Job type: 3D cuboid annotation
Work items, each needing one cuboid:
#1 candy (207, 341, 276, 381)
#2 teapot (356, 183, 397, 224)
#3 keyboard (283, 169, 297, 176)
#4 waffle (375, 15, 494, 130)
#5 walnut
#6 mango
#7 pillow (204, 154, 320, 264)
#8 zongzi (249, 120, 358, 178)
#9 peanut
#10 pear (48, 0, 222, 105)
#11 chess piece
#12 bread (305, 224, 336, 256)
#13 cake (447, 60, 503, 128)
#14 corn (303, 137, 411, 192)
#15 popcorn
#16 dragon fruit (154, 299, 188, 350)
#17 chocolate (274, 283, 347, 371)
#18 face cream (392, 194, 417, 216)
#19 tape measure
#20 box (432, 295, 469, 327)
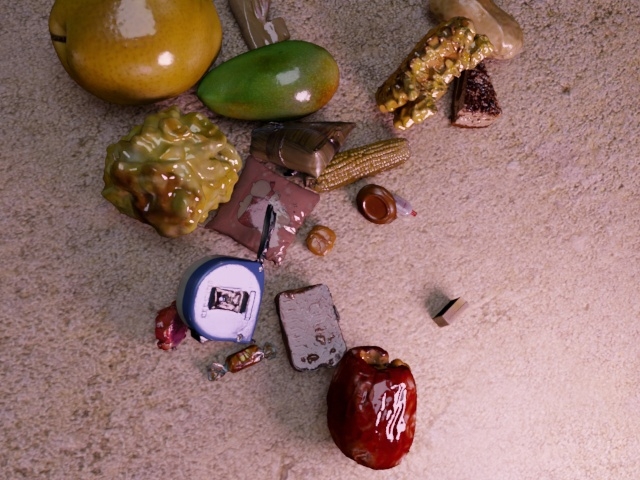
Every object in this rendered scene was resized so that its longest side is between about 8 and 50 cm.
[{"bbox_3d":[-0.194,0.296,1.636,0.182,0.046,0.053,-21,84,-17],"label":"candy"},{"bbox_3d":[0.155,-0.097,1.786,0.129,0.078,0.098,46,114,-8],"label":"teapot"},{"bbox_3d":[-0.013,-0.237,1.787,0.204,0.061,0.013,-41,107,-16],"label":"keyboard"},{"bbox_3d":[0.295,-0.452,1.788,0.324,0.261,0.151,-45,108,-5],"label":"waffle"},{"bbox_3d":[0.142,0.394,1.589,0.244,0.222,0.269,3,105,-37],"label":"walnut"},{"bbox_3d":[-0.132,-0.406,1.721,0.382,0.201,0.225,-13,46,-13],"label":"mango"},{"bbox_3d":[-0.147,-0.077,1.710,0.223,0.084,0.236,31,74,0],"label":"pillow"},{"bbox_3d":[-0.047,-0.277,1.733,0.221,0.112,0.242,19,46,20],"label":"zongzi"},{"bbox_3d":[0.453,-0.640,1.932,0.305,0.147,0.147,42,73,0],"label":"peanut"},{"bbox_3d":[-0.438,-0.505,1.616,0.418,0.362,0.362,-26,82,-41],"label":"pear"},{"bbox_3d":[-0.194,-0.663,1.831,0.137,0.137,0.301,-23,95,-15],"label":"chess piece"},{"bbox_3d":[0.000,0.000,1.743,0.083,0.046,0.081,-33,88,-17],"label":"bread"},{"bbox_3d":[0.457,-0.441,1.901,0.135,0.112,0.246,14,72,-10],"label":"cake"},{"bbox_3d":[0.102,-0.206,1.788,0.320,0.097,0.097,-19,82,-17],"label":"corn"},{"bbox_3d":[-0.352,-0.176,1.594,0.312,0.312,0.312,2,77,-10],"label":"popcorn"},{"bbox_3d":[-0.366,0.201,1.597,0.068,0.112,0.126,10,80,13],"label":"dragon fruit"},{"bbox_3d":[-0.026,0.222,1.662,0.148,0.093,0.214,-12,79,-12],"label":"chocolate"},{"bbox_3d":[0.227,-0.091,1.820,0.083,0.021,0.040,30,74,-3],"label":"face cream"},{"bbox_3d":[-0.214,0.072,1.579,0.215,0.098,0.351,10,93,-39],"label":"tape measure"},{"bbox_3d":[0.345,0.188,1.749,0.083,0.079,0.035,-42,87,-17],"label":"box"}]
